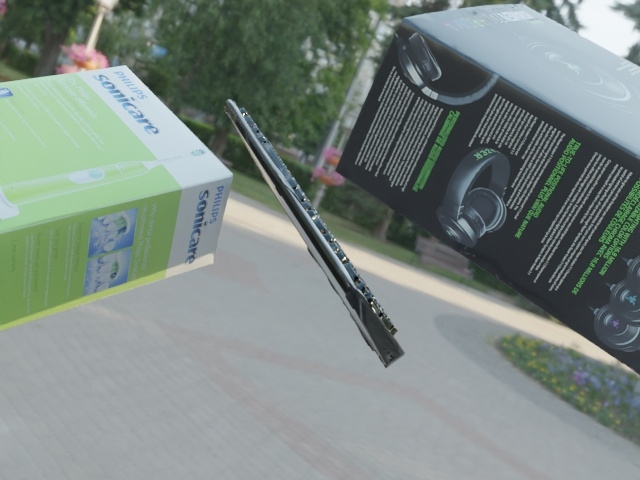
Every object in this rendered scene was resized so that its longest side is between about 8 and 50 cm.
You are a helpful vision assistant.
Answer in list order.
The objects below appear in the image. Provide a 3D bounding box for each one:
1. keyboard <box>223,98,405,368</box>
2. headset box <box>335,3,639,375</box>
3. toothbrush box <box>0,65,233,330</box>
[{"bbox_3d":[0.000,0.000,0.854,0.317,0.033,0.201,58,-3,40],"label":"keyboard"},{"bbox_3d":[0.203,-0.056,0.652,0.283,0.131,0.246,36,32,20],"label":"headset box"},{"bbox_3d":[-0.259,-0.046,0.788,0.283,0.122,0.206,-20,51,-37],"label":"toothbrush box"}]
